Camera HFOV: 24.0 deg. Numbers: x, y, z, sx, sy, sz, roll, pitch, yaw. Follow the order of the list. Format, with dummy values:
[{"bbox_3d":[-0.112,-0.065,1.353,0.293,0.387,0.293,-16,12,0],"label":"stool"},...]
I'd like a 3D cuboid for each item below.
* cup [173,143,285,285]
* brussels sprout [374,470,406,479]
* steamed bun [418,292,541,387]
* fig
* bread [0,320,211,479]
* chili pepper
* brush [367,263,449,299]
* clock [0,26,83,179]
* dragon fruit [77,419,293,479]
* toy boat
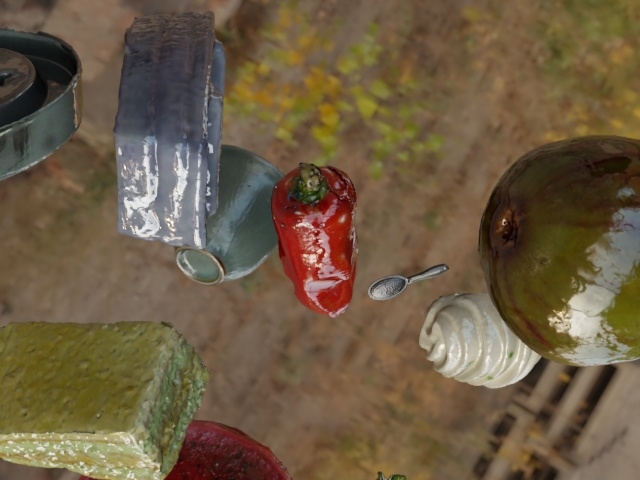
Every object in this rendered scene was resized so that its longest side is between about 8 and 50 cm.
[{"bbox_3d":[-0.139,-0.014,2.141,0.199,0.199,0.150,98,18,-51],"label":"cup"},{"bbox_3d":[0.048,0.358,1.758,0.139,0.100,0.181,13,79,-42],"label":"brussels sprout"},{"bbox_3d":[0.216,0.140,2.027,0.183,0.183,0.106,73,18,-68],"label":"steamed bun"},{"bbox_3d":[0.192,0.027,0.815,0.124,0.236,0.124,-41,-144,39],"label":"fig"},{"bbox_3d":[-0.214,0.145,1.381,0.102,0.196,0.138,67,29,-44],"label":"bread"},{"bbox_3d":[0.000,0.000,1.925,0.110,0.110,0.387,-52,155,-25],"label":"chili pepper"},{"bbox_3d":[0.086,0.039,1.475,0.008,0.083,0.024,-106,177,-69],"label":"brush"},{"bbox_3d":[-0.355,-0.123,1.402,0.280,0.280,0.055,-42,136,-46],"label":"clock"},{"bbox_3d":[-0.115,0.277,1.518,0.163,0.262,0.189,32,68,-78],"label":"dragon fruit"},{"bbox_3d":[-0.111,-0.101,1.158,0.283,0.078,0.127,-96,-174,-59],"label":"toy boat"}]
